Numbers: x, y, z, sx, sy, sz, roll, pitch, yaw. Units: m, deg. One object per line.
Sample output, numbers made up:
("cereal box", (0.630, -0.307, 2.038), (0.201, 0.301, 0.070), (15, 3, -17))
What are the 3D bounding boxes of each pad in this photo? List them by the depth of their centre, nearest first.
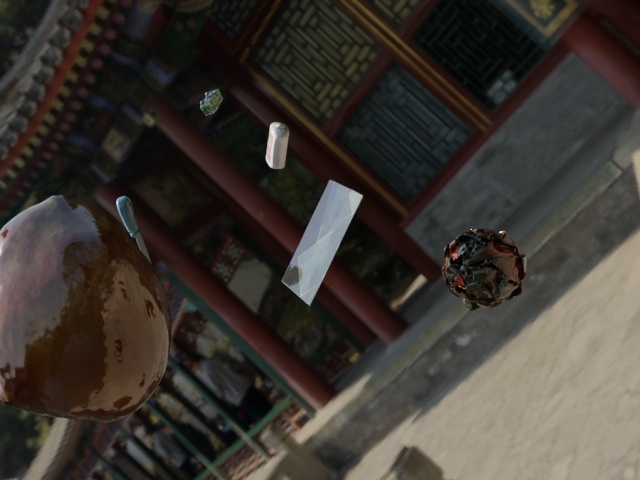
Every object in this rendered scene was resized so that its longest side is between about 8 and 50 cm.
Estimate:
("pad", (0.000, 0.000, 1.748), (0.243, 0.004, 0.163), (-64, 28, 3))

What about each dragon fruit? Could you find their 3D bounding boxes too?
("dragon fruit", (0.335, 0.056, 1.769), (0.182, 0.182, 0.188), (-48, 7, 13))

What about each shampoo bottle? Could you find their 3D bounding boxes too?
("shampoo bottle", (-0.098, -0.222, 1.961), (0.072, 0.043, 0.099), (-110, 24, -52))

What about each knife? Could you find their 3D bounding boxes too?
("knife", (-0.449, 0.001, 2.139), (0.032, 0.244, 0.058), (-19, 23, 0))

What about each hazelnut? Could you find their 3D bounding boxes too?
("hazelnut", (-0.397, 0.117, 1.385), (0.366, 0.366, 0.366), (-47, -3, -3))

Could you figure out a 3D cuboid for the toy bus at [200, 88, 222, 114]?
("toy bus", (-0.266, -0.338, 2.098), (0.031, 0.037, 0.083), (-12, 33, 21))
